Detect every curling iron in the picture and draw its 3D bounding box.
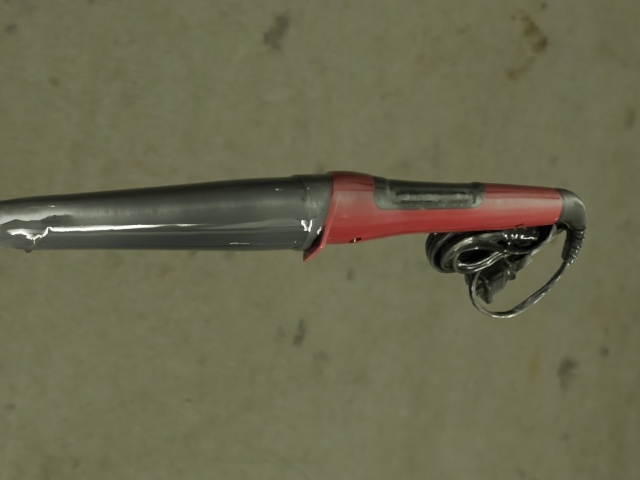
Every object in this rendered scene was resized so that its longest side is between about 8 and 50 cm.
[{"bbox_3d":[0.000,0.000,0.613,0.274,0.035,0.068,2,127,-35],"label":"curling iron"}]
